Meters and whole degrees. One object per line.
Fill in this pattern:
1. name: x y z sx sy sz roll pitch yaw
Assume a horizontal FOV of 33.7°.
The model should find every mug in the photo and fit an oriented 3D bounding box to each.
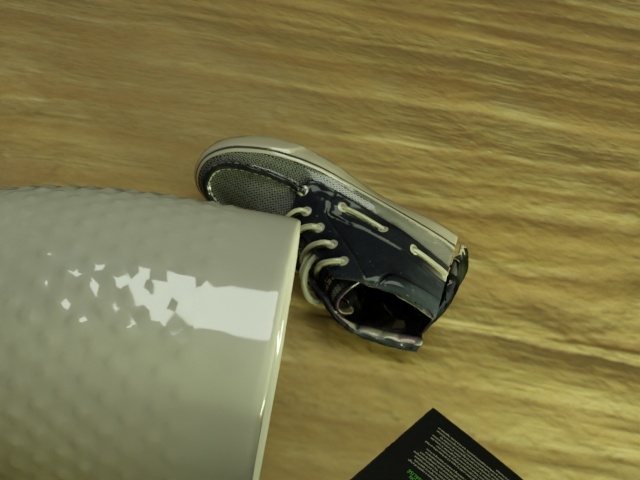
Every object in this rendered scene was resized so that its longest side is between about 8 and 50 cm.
1. mug: -0.198 0.080 0.944 0.328 0.276 0.374 10 10 0

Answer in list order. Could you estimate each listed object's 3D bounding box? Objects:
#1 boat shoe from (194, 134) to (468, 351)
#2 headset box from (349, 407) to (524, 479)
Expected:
1. boat shoe: 0.000 0.000 1.183 0.340 0.127 0.158 22 32 3
2. headset box: 0.013 0.300 0.755 0.131 0.246 0.283 38 42 22
